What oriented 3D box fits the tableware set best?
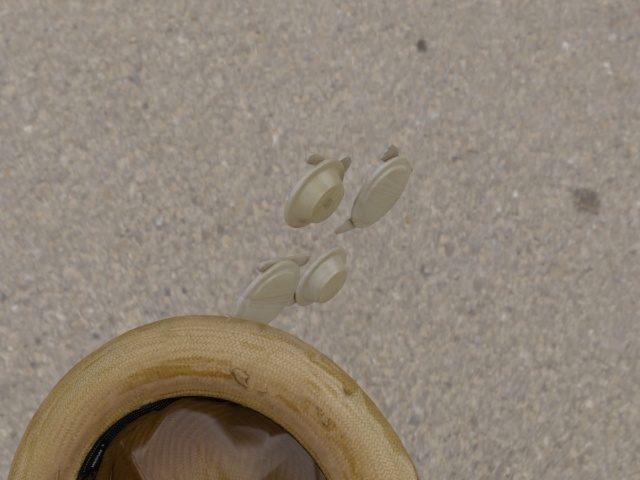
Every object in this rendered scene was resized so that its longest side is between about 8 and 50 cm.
[{"bbox_3d":[0.000,0.000,0.703,0.020,0.141,0.168,39,110,25],"label":"tableware set"}]

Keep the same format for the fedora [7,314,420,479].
[{"bbox_3d":[-0.039,0.128,0.425,0.195,0.079,0.194,-1,87,10],"label":"fedora"}]
